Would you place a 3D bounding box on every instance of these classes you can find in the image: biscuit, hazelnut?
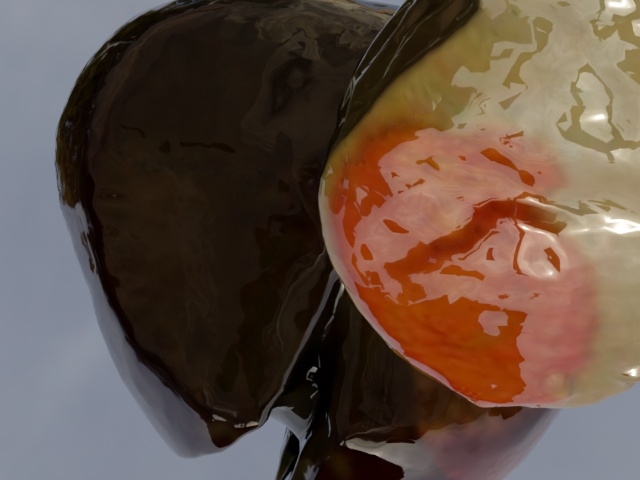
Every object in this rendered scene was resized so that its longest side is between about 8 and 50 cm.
[{"bbox_3d":[0.187,-0.071,0.399,0.394,0.368,0.076,4,-133,9],"label":"biscuit"},{"bbox_3d":[0.000,0.000,0.792,0.251,0.217,0.217,42,-113,-5],"label":"hazelnut"}]
